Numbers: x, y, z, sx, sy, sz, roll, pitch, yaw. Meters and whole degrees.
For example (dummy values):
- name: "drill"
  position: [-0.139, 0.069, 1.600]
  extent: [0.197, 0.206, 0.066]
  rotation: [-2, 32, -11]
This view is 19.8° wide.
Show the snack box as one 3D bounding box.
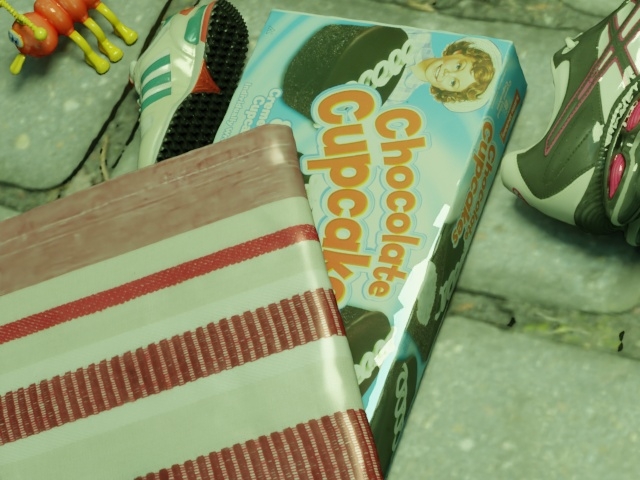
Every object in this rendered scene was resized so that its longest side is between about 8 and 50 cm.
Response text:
- name: "snack box"
  position: [0.000, 0.000, 1.221]
  extent: [0.187, 0.060, 0.322]
  rotation: [11, 65, 24]

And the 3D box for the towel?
- name: "towel"
  position: [-0.093, 0.101, 1.141]
  extent: [0.237, 0.037, 0.329]
  rotation: [-19, 61, 8]

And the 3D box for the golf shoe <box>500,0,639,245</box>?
- name: "golf shoe"
  position: [0.214, -0.129, 1.200]
  extent: [0.120, 0.105, 0.273]
  rotation: [16, 66, 34]

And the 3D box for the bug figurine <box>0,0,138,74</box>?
- name: "bug figurine"
  position: [-0.233, -0.252, 1.445]
  extent: [0.279, 0.072, 0.216]
  rotation: [32, 75, 32]

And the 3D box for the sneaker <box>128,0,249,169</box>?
- name: "sneaker"
  position: [-0.108, -0.100, 1.331]
  extent: [0.075, 0.057, 0.161]
  rotation: [-3, 60, 37]
